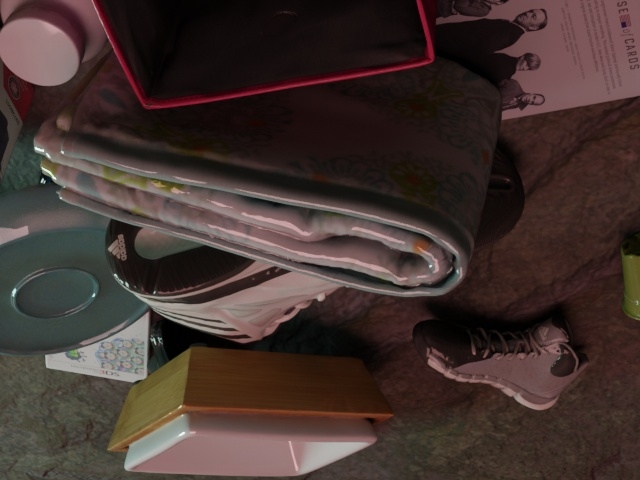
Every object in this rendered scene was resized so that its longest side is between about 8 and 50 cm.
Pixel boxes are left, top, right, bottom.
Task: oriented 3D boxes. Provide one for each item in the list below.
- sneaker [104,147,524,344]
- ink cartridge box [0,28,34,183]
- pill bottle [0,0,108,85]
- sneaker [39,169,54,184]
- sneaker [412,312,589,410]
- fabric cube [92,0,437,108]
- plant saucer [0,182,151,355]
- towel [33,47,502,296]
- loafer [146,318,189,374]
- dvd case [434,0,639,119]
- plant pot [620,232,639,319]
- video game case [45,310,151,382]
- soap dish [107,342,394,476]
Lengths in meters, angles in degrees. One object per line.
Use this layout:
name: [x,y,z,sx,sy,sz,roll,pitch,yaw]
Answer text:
sneaker: [-0.001,-0.001,1.372,0.447,0.169,0.257,-9,162,1]
ink cartridge box: [-0.390,-0.124,1.210,0.100,0.237,0.172,-4,140,14]
pill bottle: [-0.237,-0.229,1.125,0.103,0.184,0.103,5,136,5]
sneaker: [-0.287,-0.042,1.413,0.081,0.080,0.211,5,140,-26]
sneaker: [0.233,0.121,1.475,0.228,0.086,0.132,22,130,-26]
fabric cube: [-0.048,-0.298,0.973,0.254,0.258,0.259,-6,133,17]
plant saucer: [-0.313,0.049,1.417,0.317,0.044,0.318,-15,146,-10]
towel: [-0.028,-0.105,1.095,0.374,0.321,0.090,16,128,4]
loafer: [-0.204,0.169,1.608,0.061,0.062,0.170,2,134,15]
dvd case: [0.211,-0.201,1.184,0.238,0.030,0.179,-9,132,18]
plant pot: [0.374,0.035,1.365,0.083,0.083,0.079,-12,118,21]
video game case: [-0.298,0.129,1.612,0.143,0.019,0.157,10,135,0]
soap dish: [-0.091,0.217,1.515,0.290,0.118,0.229,7,155,-31]
